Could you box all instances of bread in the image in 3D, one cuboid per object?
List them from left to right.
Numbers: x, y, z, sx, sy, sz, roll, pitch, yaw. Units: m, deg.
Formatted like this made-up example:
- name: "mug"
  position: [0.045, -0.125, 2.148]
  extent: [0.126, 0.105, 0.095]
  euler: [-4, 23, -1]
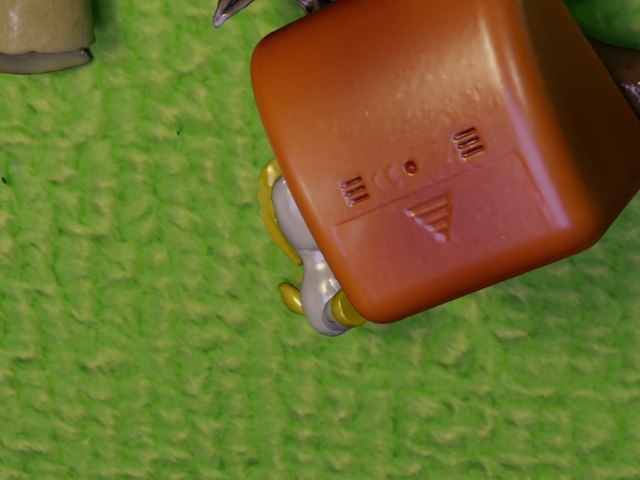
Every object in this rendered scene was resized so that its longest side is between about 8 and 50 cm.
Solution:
- name: "bread"
  position: [-0.266, -0.243, 1.579]
  extent: [0.139, 0.060, 0.178]
  euler: [-7, 114, -8]

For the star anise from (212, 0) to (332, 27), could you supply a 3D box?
- name: "star anise"
  position: [-0.021, -0.251, 1.503]
  extent: [0.209, 0.089, 0.231]
  euler: [2, 123, 4]

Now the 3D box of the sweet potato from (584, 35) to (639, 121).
- name: "sweet potato"
  position: [0.297, -0.112, 1.491]
  extent: [0.314, 0.072, 0.066]
  euler: [20, 103, 9]

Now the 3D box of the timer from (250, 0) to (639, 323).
- name: "timer"
  position: [0.093, -0.090, 1.471]
  extent: [0.257, 0.161, 0.250]
  euler: [-22, 103, 31]

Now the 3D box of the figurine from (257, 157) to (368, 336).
- name: "figurine"
  position: [0.006, -0.002, 1.652]
  extent: [0.129, 0.109, 0.178]
  euler: [4, 112, 29]

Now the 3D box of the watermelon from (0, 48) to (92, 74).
- name: "watermelon"
  position: [-0.309, -0.233, 1.638]
  extent: [0.119, 0.063, 0.245]
  euler: [-31, 107, 18]
